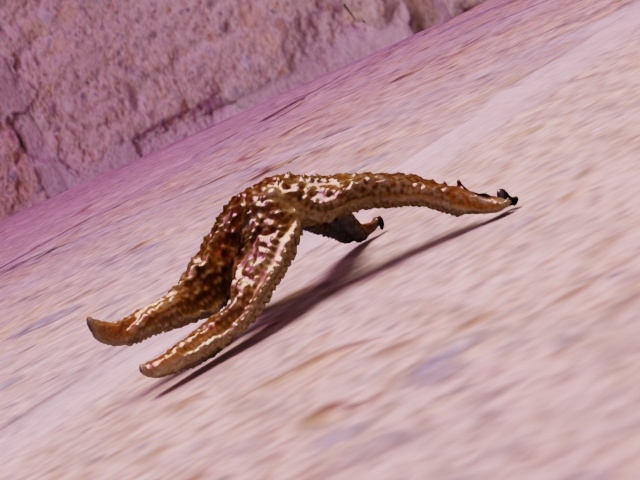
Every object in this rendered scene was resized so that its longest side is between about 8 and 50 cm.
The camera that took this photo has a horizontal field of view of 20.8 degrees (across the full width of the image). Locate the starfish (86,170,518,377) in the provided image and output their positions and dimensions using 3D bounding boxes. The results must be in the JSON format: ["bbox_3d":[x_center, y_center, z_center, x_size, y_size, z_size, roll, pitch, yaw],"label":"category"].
[{"bbox_3d":[-0.002,-0.005,0.559,0.130,0.041,0.133,-22,8,19],"label":"starfish"}]
